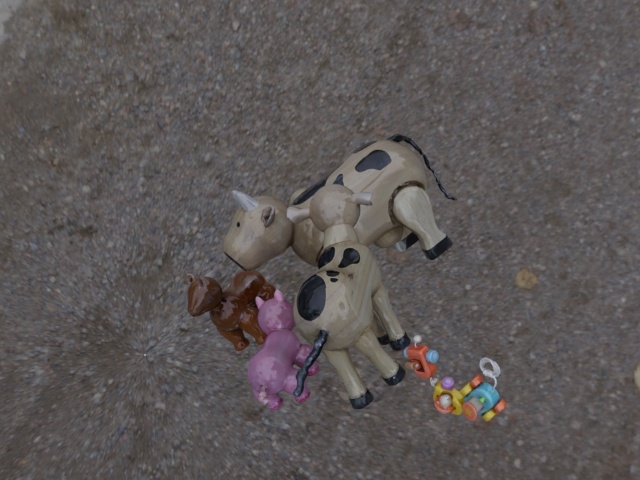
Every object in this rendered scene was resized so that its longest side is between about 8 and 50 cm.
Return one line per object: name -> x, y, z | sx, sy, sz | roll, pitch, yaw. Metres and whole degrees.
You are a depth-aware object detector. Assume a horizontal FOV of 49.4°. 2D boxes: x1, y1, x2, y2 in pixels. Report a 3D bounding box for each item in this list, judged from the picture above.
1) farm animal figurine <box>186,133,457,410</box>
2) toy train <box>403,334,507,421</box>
farm animal figurine -> 0.000, 0.000, 0.710 | 0.326, 0.330, 0.172 | -40, 110, -26
toy train -> 0.187, 0.208, 1.009 | 0.046, 0.166, 0.125 | -33, 112, -33
